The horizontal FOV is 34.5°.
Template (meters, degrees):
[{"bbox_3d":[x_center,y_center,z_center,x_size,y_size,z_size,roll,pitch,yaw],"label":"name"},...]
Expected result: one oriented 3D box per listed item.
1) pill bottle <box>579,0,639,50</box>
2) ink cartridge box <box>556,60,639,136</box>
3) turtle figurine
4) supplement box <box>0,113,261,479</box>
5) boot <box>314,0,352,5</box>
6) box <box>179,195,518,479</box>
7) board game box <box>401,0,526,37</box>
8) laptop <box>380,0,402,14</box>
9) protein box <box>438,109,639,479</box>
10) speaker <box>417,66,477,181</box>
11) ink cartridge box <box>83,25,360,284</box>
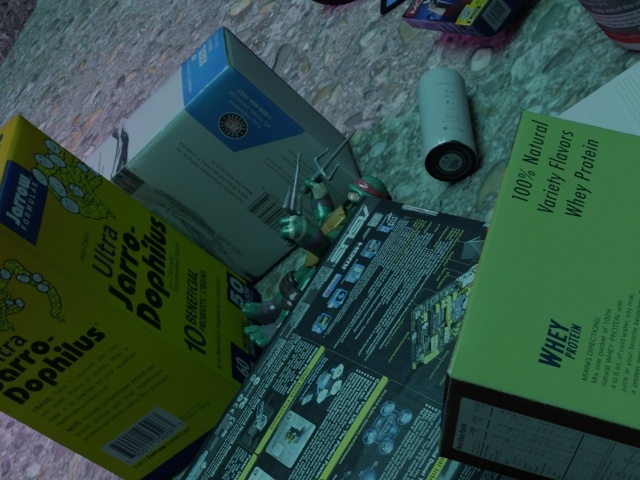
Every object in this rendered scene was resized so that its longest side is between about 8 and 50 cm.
[{"bbox_3d":[0.255,-0.318,0.922,0.161,0.283,0.161,-33,35,27],"label":"pill bottle"},{"bbox_3d":[0.295,-0.092,0.854,0.235,0.056,0.171,-35,34,19],"label":"ink cartridge box"},{"bbox_3d":[0.000,0.000,1.077,0.234,0.118,0.175,-60,-4,10],"label":"turtle figurine"},{"bbox_3d":[-0.249,0.076,1.093,0.195,0.356,0.194,-38,33,21],"label":"supplement box"},{"bbox_3d":[0.067,-0.507,1.497,0.264,0.096,0.280,129,158,-59],"label":"boot"},{"bbox_3d":[0.043,0.159,0.878,0.395,0.097,0.318,-57,29,-11],"label":"box"},{"bbox_3d":[0.194,-0.321,1.226,0.194,0.060,0.194,-54,30,-5],"label":"board game box"},{"bbox_3d":[0.145,-0.483,1.387,0.136,0.264,0.234,-1,47,7],"label":"laptop"},{"bbox_3d":[0.197,0.053,0.654,0.201,0.136,0.200,14,61,11],"label":"protein box"},{"bbox_3d":[0.134,-0.127,1.102,0.055,0.055,0.136,-33,35,27],"label":"speaker"},{"bbox_3d":[-0.141,-0.060,1.226,0.307,0.223,0.129,-41,31,16],"label":"ink cartridge box"}]
